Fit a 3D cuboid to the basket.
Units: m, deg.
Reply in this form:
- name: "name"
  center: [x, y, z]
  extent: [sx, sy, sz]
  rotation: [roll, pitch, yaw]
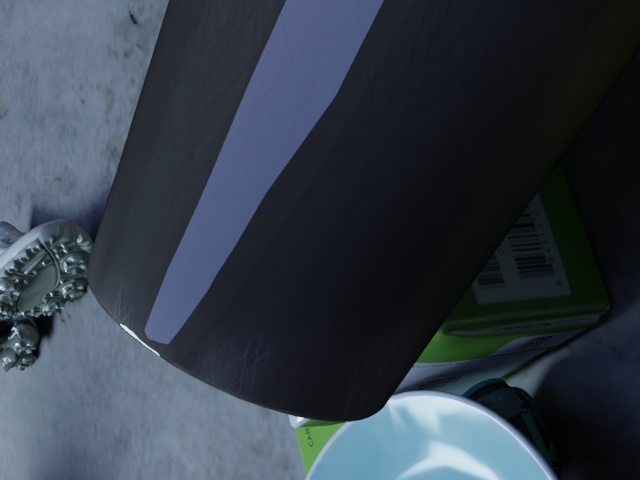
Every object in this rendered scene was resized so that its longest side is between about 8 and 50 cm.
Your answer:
- name: "basket"
  center: [0.016, -0.061, 0.688]
  extent: [0.204, 0.154, 0.227]
  rotation: [38, 111, 37]

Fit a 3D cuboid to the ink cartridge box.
- name: "ink cartridge box"
  center: [0.000, 0.000, 0.894]
  extent: [0.255, 0.097, 0.188]
  rotation: [-39, 62, 50]

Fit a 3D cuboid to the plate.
- name: "plate"
  center: [0.053, 0.157, 0.794]
  extent: [0.188, 0.024, 0.188]
  rotation: [-3, 86, 49]

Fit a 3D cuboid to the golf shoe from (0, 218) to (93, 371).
- name: "golf shoe"
  center: [-0.203, 0.018, 1.227]
  extent: [0.176, 0.069, 0.086]
  rotation: [-44, 52, 48]

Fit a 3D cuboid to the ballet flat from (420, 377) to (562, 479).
- name: "ballet flat"
  center: [0.053, 0.145, 0.863]
  extent: [0.070, 0.070, 0.188]
  rotation: [60, 140, 33]
